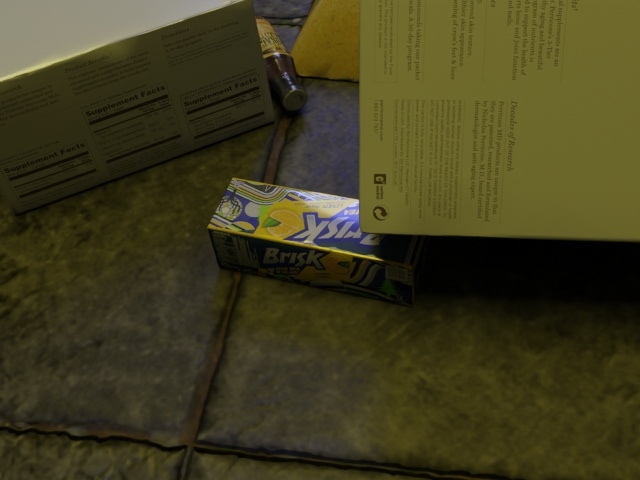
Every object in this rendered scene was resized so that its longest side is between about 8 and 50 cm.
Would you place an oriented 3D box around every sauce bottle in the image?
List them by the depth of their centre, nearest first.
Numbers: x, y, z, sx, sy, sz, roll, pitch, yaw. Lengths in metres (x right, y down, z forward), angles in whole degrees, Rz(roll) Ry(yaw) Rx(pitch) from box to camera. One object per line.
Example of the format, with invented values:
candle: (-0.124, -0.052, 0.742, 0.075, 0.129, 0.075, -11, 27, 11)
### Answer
sauce bottle: (-0.047, -0.178, 0.790, 0.042, 0.042, 0.128, -23, 53, -11)

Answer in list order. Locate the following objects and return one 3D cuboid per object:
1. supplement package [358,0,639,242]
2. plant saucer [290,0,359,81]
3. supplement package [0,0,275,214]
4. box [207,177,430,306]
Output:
supplement package: (0.168, -0.121, 0.572, 0.262, 0.200, 0.198, 2, 18, 9)
plant saucer: (0.159, -0.297, 0.837, 0.332, 0.081, 0.333, 8, 53, 15)
supplement package: (-0.207, -0.182, 0.747, 0.261, 0.145, 0.204, -21, 52, -11)
box: (0.000, 0.000, 0.630, 0.168, 0.054, 0.059, 11, 53, 15)
